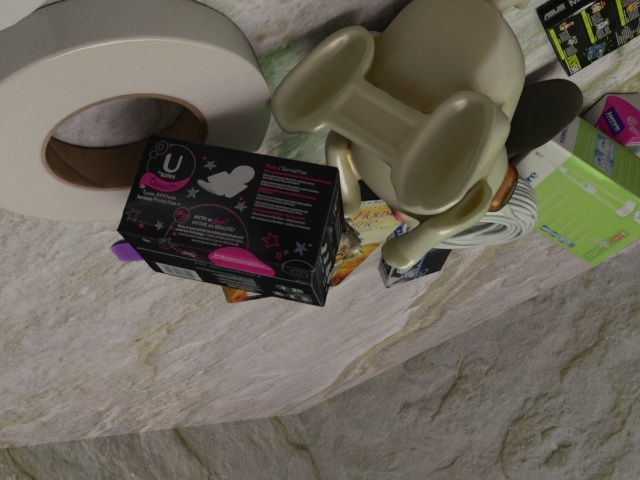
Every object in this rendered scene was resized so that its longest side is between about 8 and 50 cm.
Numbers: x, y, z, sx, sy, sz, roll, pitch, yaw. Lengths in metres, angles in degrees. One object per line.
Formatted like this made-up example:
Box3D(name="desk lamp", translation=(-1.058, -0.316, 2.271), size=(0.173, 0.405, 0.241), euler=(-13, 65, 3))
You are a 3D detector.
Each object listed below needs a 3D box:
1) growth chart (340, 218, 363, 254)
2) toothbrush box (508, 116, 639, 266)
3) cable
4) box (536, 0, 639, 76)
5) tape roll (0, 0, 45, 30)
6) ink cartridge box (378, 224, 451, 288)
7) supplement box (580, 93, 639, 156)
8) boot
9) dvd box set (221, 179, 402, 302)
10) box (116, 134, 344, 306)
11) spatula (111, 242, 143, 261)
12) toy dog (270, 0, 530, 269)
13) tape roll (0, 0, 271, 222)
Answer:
Box3D(name="growth chart", translation=(0.001, -0.045, 1.126), size=(0.021, 0.172, 0.237), euler=(-53, -175, 9))
Box3D(name="toothbrush box", translation=(0.507, -0.105, 1.402), size=(0.283, 0.122, 0.206), euler=(30, 142, -6))
Box3D(name="cable", translation=(0.281, -0.052, 1.345), size=(0.257, 0.089, 0.257), euler=(-16, 159, 40))
Box3D(name="box", translation=(0.443, -0.349, 1.086), size=(0.184, 0.045, 0.190), euler=(-28, 158, 22))
Box3D(name="tape roll", translation=(-0.326, -0.270, 0.507), size=(0.286, 0.100, 0.286), euler=(-17, 158, -7))
Box3D(name="ink cartridge box", translation=(0.244, 0.016, 1.741), size=(0.165, 0.065, 0.333), euler=(-17, 157, -8))
Box3D(name="supplement box", translation=(0.583, -0.196, 1.476), size=(0.113, 0.111, 0.220), euler=(-7, 154, -31))
Box3D(name="boot", translation=(0.354, -0.204, 1.299), size=(0.115, 0.112, 0.305), euler=(-21, 172, -47))
Box3D(name="dvd box set", translation=(0.000, 0.000, 1.483), size=(0.307, 0.062, 0.420), euler=(-7, 155, -33))
Box3D(name="box", translation=(-0.103, -0.023, 0.909), size=(0.247, 0.142, 0.163), euler=(12, 161, 9))
Box3D(name="spatula", translation=(-0.233, -0.012, 1.286), size=(0.296, 0.030, 0.084), euler=(-19, 157, -4))
Box3D(name="toy dog", translation=(0.157, -0.159, 1.041), size=(0.396, 0.284, 0.408), euler=(-60, 158, -9))
Box3D(name="tape roll", translation=(-0.253, -0.148, 0.899), size=(0.391, 0.072, 0.392), euler=(-17, 157, -8))
